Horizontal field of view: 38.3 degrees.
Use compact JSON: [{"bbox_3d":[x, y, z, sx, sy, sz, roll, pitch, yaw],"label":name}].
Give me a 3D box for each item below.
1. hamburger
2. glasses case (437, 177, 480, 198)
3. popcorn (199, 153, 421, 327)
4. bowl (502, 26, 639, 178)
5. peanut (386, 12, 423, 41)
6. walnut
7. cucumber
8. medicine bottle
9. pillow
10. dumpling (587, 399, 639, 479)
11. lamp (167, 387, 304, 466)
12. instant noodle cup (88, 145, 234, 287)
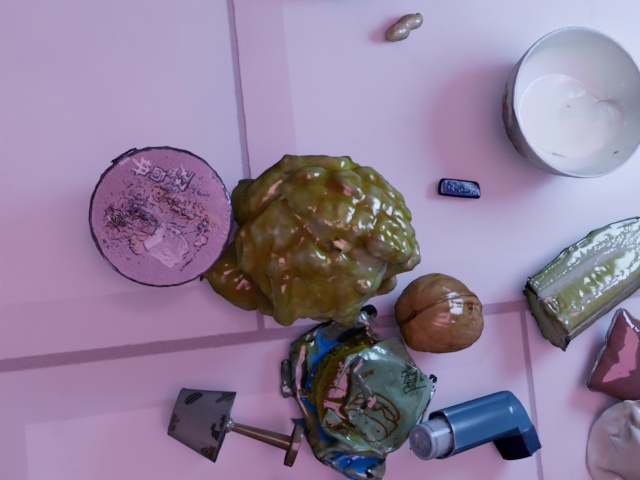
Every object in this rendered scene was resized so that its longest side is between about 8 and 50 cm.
[{"bbox_3d":[0.070,0.258,1.571,0.260,0.150,0.276,-42,97,-15],"label":"hamburger"},{"bbox_3d":[0.255,-0.096,1.705,0.083,0.023,0.033,5,80,-16],"label":"glasses case"},{"bbox_3d":[-0.009,-0.001,1.498,0.335,0.279,0.274,1,69,-22],"label":"popcorn"},{"bbox_3d":[0.450,-0.244,1.704,0.277,0.145,0.277,1,87,-13],"label":"bowl"},{"bbox_3d":[0.154,-0.392,1.691,0.083,0.037,0.037,-37,96,-12],"label":"peanut"},{"bbox_3d":[0.210,0.128,1.613,0.180,0.144,0.144,15,82,-45],"label":"walnut"},{"bbox_3d":[0.530,0.063,1.731,0.325,0.105,0.145,-33,68,-14],"label":"cucumber"},{"bbox_3d":[0.272,0.340,1.617,0.258,0.079,0.124,-5,79,-37],"label":"medicine bottle"},{"bbox_3d":[0.603,0.236,1.748,0.179,0.075,0.171,25,88,-10],"label":"pillow"},{"bbox_3d":[0.602,0.372,1.715,0.166,0.216,0.126,50,46,1],"label":"dumpling"},{"bbox_3d":[-0.140,0.314,1.524,0.214,0.121,0.121,18,82,-2],"label":"lamp"},{"bbox_3d":[-0.260,-0.032,1.471,0.217,0.207,0.217,1,87,-14],"label":"instant noodle cup"}]
